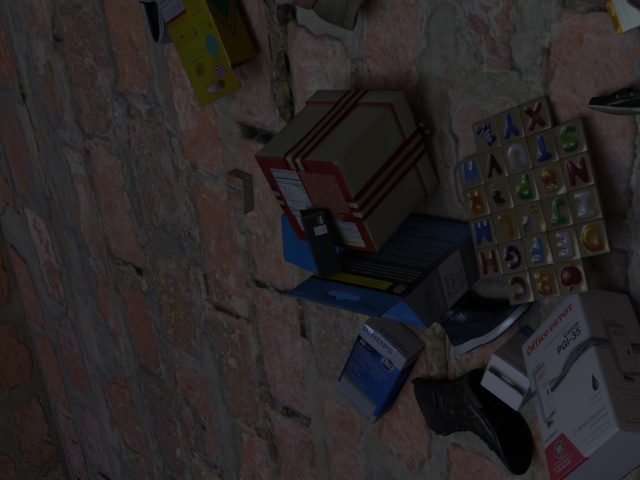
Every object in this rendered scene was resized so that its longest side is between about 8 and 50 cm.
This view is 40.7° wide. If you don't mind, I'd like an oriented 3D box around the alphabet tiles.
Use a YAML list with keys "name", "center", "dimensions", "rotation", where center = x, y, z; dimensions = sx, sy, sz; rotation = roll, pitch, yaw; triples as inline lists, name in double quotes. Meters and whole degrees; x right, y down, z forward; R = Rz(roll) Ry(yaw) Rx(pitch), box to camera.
- name: "alphabet tiles"
  center: [0.367, -0.065, 1.525]
  dimensions: [0.285, 0.011, 0.343]
  rotation: [-17, 83, 50]

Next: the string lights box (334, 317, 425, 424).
- name: "string lights box"
  center: [0.133, 0.297, 2.012]
  dimensions: [0.133, 0.076, 0.260]
  rotation: [41, 137, 21]

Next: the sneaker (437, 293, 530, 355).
- name: "sneaker"
  center: [0.300, 0.127, 1.727]
  dimensions: [0.163, 0.086, 0.226]
  rotation: [55, 141, 4]

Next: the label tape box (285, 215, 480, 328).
- name: "label tape box"
  center: [0.135, 0.079, 1.675]
  dimensions: [0.240, 0.333, 0.106]
  rotation: [10, 127, 43]

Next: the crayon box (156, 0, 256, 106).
- name: "crayon box"
  center: [-0.261, -0.482, 1.955]
  dimensions: [0.202, 0.081, 0.319]
  rotation: [-8, 106, 55]

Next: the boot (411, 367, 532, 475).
- name: "boot"
  center: [0.323, 0.396, 1.877]
  dimensions: [0.263, 0.091, 0.229]
  rotation: [62, 146, 5]

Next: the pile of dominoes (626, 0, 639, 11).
- name: "pile of dominoes"
  center: [0.491, -0.428, 1.227]
  dimensions: [0.251, 0.040, 0.196]
  rotation: [42, 116, 21]

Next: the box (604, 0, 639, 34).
- name: "box"
  center: [0.491, -0.367, 1.280]
  dimensions: [0.136, 0.028, 0.081]
  rotation: [-14, 102, 47]

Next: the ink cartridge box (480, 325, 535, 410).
- name: "ink cartridge box"
  center: [0.383, 0.250, 1.666]
  dimensions: [0.092, 0.143, 0.090]
  rotation: [36, 134, 28]

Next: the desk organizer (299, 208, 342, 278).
- name: "desk organizer"
  center: [0.000, 0.000, 1.640]
  dimensions: [0.050, 0.047, 0.130]
  rotation: [-107, -1, -66]

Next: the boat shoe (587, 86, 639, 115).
- name: "boat shoe"
  center: [0.485, -0.220, 1.364]
  dimensions: [0.133, 0.049, 0.042]
  rotation: [11, 92, 51]

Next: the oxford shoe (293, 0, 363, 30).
- name: "oxford shoe"
  center: [0.105, -0.547, 1.536]
  dimensions: [0.146, 0.140, 0.397]
  rotation: [31, 135, -12]

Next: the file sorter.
- name: "file sorter"
  center: [0.009, 0.001, 1.948]
  dimensions: [0.170, 0.104, 0.118]
  rotation: [22, 126, 37]

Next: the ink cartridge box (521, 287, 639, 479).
- name: "ink cartridge box"
  center: [0.464, 0.252, 1.480]
  dimensions: [0.207, 0.117, 0.283]
  rotation: [117, 157, -45]

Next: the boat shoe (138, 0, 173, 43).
- name: "boat shoe"
  center: [-0.394, -0.579, 2.050]
  dimensions: [0.079, 0.081, 0.228]
  rotation: [6, 117, 45]

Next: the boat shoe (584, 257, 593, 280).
- name: "boat shoe"
  center: [0.428, -0.007, 1.538]
  dimensions: [0.184, 0.066, 0.063]
  rotation: [58, 142, 18]

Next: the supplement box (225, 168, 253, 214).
- name: "supplement box"
  center: [-0.202, -0.122, 2.152]
  dimensions: [0.062, 0.036, 0.098]
  rotation: [24, 128, 36]

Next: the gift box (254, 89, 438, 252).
- name: "gift box"
  center: [0.062, -0.137, 1.702]
  dimensions: [0.255, 0.258, 0.276]
  rotation: [14, 142, 39]
